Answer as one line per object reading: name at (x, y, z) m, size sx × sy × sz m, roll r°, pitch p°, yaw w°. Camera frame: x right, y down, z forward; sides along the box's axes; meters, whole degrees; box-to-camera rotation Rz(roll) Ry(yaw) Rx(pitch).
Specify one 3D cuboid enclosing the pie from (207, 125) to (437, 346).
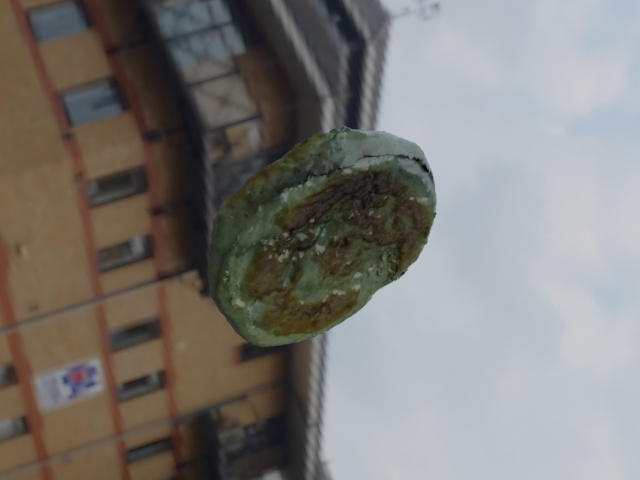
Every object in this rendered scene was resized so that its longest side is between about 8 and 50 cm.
pie at (0.000, 0.000, 1.404) m, size 0.054 × 0.240 × 0.240 m, roll 52°, pitch -23°, yaw 35°
